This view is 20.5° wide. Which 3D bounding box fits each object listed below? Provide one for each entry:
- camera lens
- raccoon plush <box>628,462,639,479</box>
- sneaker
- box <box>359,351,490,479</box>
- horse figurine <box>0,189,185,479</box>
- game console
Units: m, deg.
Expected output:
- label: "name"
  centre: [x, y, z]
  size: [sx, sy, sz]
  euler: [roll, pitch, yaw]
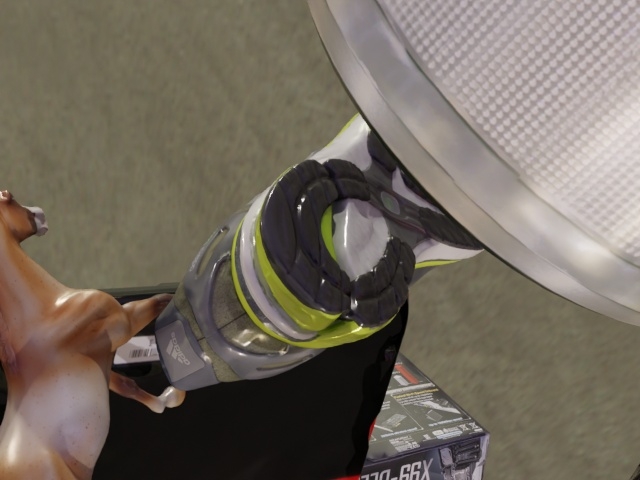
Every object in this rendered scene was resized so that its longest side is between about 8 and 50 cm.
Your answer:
- label: "camera lens"
  centre: [0.142, -0.121, 0.527]
  size: [0.219, 0.274, 0.219]
  euler: [26, 40, -25]
- label: "raccoon plush"
  centre: [0.401, 0.209, 1.334]
  size: [0.299, 0.446, 0.216]
  euler: [34, 55, 4]
- label: "sneaker"
  centre: [0.000, 0.000, 0.979]
  size: [0.121, 0.300, 0.111]
  euler: [-31, 88, 26]
- label: "box"
  centre: [-0.018, 0.198, 1.849]
  size: [0.307, 0.076, 0.242]
  euler: [-10, 31, -30]
- label: "horse figurine"
  centre: [-0.131, 0.110, 0.960]
  size: [0.066, 0.174, 0.263]
  euler: [-8, 70, 37]
- label: "game console"
  centre: [-0.130, 0.178, 1.123]
  size: [0.386, 0.342, 0.060]
  euler: [-3, 26, -41]
